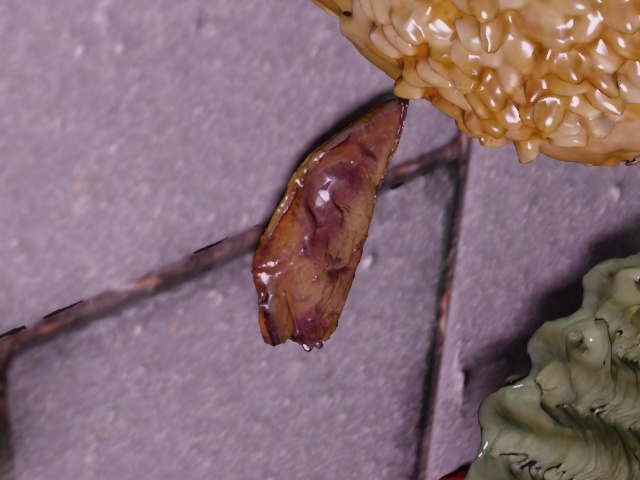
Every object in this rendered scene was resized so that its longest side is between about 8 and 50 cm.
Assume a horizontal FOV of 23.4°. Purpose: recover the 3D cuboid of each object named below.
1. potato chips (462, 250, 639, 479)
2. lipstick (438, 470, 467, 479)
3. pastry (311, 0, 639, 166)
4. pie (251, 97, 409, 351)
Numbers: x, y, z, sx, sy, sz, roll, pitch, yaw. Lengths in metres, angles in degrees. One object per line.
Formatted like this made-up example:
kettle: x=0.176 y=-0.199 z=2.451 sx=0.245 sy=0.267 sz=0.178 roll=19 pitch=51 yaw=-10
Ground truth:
potato chips: x=0.200 y=0.207 z=1.151 sx=0.373 sy=0.097 sz=0.389 roll=-66 pitch=153 yaw=-26
lipstick: x=0.143 y=0.278 z=1.233 sx=0.073 sy=0.073 sz=0.279 roll=-41 pitch=142 yaw=-14
pastry: x=0.062 y=-0.173 z=0.571 sx=0.162 sy=0.311 sz=0.255 roll=-7 pitch=134 yaw=-39
pie: x=0.000 y=0.000 z=0.879 sx=0.092 sy=0.034 sz=0.170 roll=-18 pitch=133 yaw=-42
